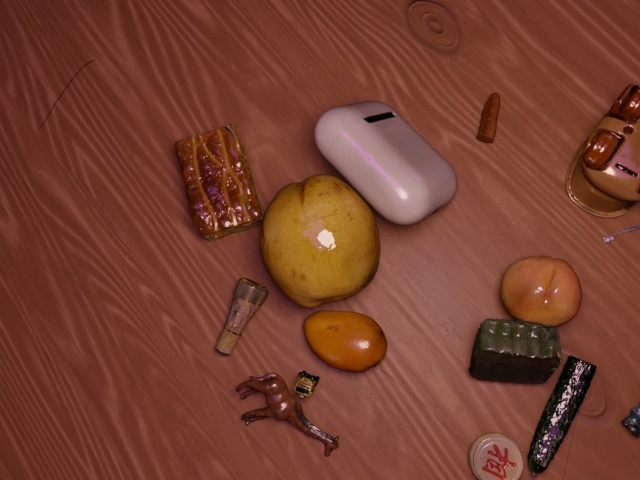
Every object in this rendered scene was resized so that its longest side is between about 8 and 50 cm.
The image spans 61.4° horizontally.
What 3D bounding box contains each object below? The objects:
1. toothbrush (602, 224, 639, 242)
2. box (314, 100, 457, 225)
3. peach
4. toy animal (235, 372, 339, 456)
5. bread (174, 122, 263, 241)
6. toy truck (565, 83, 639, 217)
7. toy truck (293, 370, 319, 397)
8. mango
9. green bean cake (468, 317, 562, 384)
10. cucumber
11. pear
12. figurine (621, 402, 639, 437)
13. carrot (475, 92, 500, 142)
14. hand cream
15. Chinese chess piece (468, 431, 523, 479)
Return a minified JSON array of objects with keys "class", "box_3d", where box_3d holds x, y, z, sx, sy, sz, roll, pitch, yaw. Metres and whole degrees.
[{"class":"toothbrush","box_3d":[0.780,-0.028,1.335,0.167,0.011,0.014,-21,82,2]},{"class":"box","box_3d":[0.164,-0.198,1.321,0.349,0.289,0.141,47,130,13]},{"class":"peach","box_3d":[0.513,0.121,1.255,0.184,0.184,0.184,-1,78,7]},{"class":"toy animal","box_3d":[-0.081,0.430,1.320,0.230,0.066,0.224,-10,93,9]},{"class":"bread","box_3d":[-0.269,-0.151,1.437,0.185,0.114,0.274,-17,79,4]},{"class":"toy truck","box_3d":[0.734,-0.206,1.277,0.204,0.211,0.288,33,88,11]},{"class":"toy truck","box_3d":[-0.035,0.353,1.318,0.049,0.083,0.054,19,82,9]},{"class":"mango","box_3d":[0.055,0.241,1.323,0.219,0.112,0.144,16,81,22]},{"class":"green bean cake","box_3d":[0.439,0.253,1.234,0.181,0.173,0.094,5,55,9]},{"class":"cucumber","box_3d":[0.549,0.407,1.248,0.067,0.067,0.293,27,84,11]},{"class":"pear","box_3d":[0.000,0.000,1.280,0.314,0.314,0.314,-1,78,7]},{"class":"figurine","box_3d":[0.757,0.379,1.229,0.149,0.086,0.087,-45,36,8]},{"class":"carrot","box_3d":[0.445,-0.327,1.422,0.048,0.048,0.139,12,78,9]},{"class":"hand cream","box_3d":[-0.208,0.200,1.381,0.084,0.084,0.203,24,89,11]},{"class":"Chinese chess piece","box_3d":[0.406,0.509,1.250,0.122,0.051,0.122,-1,78,7]}]
